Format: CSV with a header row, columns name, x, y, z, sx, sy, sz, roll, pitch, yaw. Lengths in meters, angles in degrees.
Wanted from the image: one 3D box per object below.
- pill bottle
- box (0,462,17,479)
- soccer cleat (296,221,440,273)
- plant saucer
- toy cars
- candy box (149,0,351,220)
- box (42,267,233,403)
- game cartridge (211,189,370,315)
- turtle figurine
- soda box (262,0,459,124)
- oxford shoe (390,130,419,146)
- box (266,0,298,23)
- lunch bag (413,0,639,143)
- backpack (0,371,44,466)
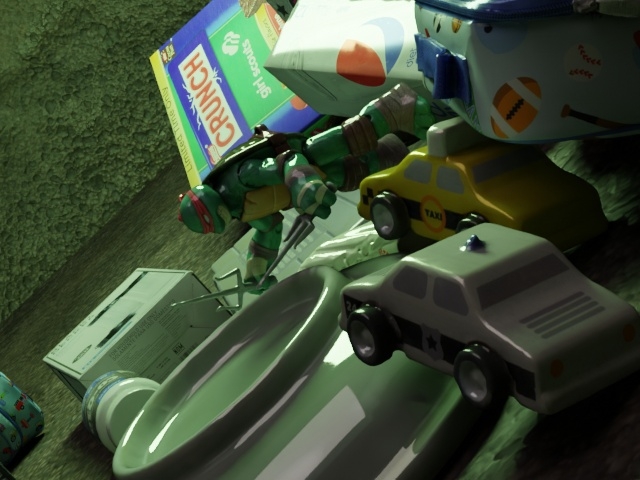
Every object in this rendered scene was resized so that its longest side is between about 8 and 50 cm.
name,x,y,z,sx,sy,sz,roll,pitch,yaw
pill bottle,-0.181,0.167,1.335,0.078,0.078,0.137,-45,12,-14
box,-0.411,0.197,1.439,0.073,0.295,0.293,-46,13,-15
soccer cleat,0.047,0.016,1.178,0.196,0.068,0.076,-38,16,8
plant saucer,-0.038,0.123,0.991,0.400,0.100,0.400,-40,13,11
toy cars,0.098,-0.010,0.885,0.177,0.087,0.393,-7,20,7
candy box,-0.057,-0.220,1.856,0.317,0.268,0.122,-37,-31,29
box,-0.207,0.118,1.567,0.169,0.087,0.290,-45,12,-13
game cartridge,0.000,0.000,1.400,0.230,0.068,0.355,-47,12,-1
turtle figurine,-0.023,-0.037,1.102,0.234,0.118,0.175,-28,-6,-18
soda box,0.081,-0.172,1.350,0.286,0.098,0.091,13,71,46
oxford shoe,0.187,-0.253,1.503,0.397,0.140,0.146,-50,21,-22
box,0.076,-0.267,1.625,0.163,0.247,0.142,-49,12,-29
lunch bag,0.181,-0.141,0.929,0.243,0.114,0.303,-7,13,-4
backpack,-0.448,0.239,1.780,0.173,0.158,0.117,-19,32,34
